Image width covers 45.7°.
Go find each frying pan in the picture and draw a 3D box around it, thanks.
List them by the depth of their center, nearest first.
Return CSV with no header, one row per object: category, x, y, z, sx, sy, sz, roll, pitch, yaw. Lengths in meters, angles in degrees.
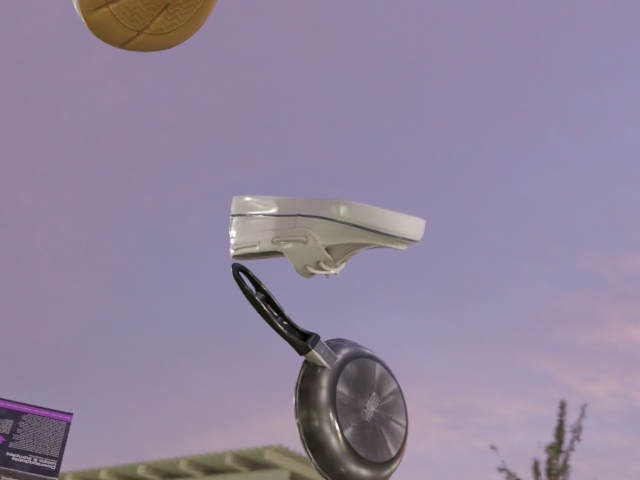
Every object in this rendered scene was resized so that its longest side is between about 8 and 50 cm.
frying pan,0.024,0.156,0.957,0.053,0.326,0.197,-24,-5,40

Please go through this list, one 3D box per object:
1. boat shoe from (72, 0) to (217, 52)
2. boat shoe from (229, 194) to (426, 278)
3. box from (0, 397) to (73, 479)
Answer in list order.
boat shoe,-0.062,-0.227,0.332,0.098,0.096,0.277,3,-54,-45
boat shoe,0.000,0.000,0.816,0.095,0.084,0.258,10,-4,-44
box,-0.388,0.260,0.977,0.116,0.029,0.162,17,11,-15
